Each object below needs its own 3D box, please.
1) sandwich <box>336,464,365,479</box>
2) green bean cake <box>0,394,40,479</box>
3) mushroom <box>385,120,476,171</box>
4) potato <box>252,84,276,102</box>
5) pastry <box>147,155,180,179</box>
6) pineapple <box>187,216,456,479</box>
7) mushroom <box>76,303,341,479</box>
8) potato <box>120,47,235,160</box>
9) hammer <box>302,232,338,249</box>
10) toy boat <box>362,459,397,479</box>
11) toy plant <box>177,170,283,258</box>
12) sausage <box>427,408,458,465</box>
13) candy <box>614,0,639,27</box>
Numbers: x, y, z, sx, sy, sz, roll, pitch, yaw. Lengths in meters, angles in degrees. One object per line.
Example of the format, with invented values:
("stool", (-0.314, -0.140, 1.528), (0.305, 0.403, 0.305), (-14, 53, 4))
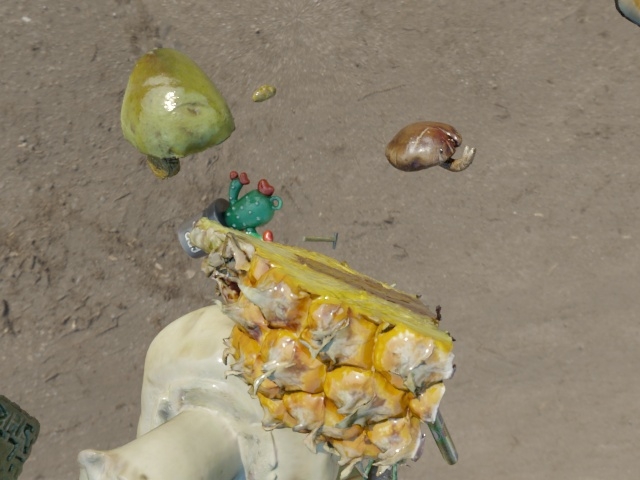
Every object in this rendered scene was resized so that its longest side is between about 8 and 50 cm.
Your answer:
("sandwich", (0.020, 0.570, 1.137), (0.144, 0.187, 0.117), (-46, 64, 10))
("green bean cake", (-0.654, 0.404, 0.993), (0.124, 0.227, 0.223), (7, 142, 13))
("mushroom", (0.198, -0.169, 0.965), (0.170, 0.135, 0.080), (16, 137, 33))
("potato", (-0.182, -0.477, 1.734), (0.092, 0.045, 0.047), (-29, 103, -26))
("pastry", (-0.475, -0.236, 1.627), (0.109, 0.057, 0.097), (21, 129, 31))
("pineapple", (-0.037, 0.117, 0.587), (0.285, 0.344, 0.209), (20, 93, 3))
("mushroom", (-0.141, 0.252, 0.674), (0.314, 0.336, 0.315), (4, 99, 26))
("potato", (-0.403, -0.401, 1.547), (0.330, 0.280, 0.213), (-42, 145, -26))
("hammer", (0.000, 0.000, 1.876), (0.013, 0.198, 0.063), (11, 96, 35))
("toy boat", (0.157, 0.683, 1.465), (0.108, 0.099, 0.293), (11, 79, 11))
("toy plant", (-0.307, -0.067, 1.919), (0.399, 0.280, 0.185), (-25, 151, 16))
("sausage", (0.218, 0.347, 1.005), (0.032, 0.033, 0.269), (-22, 124, 7))
("candy", (0.386, -0.171, 0.456), (0.271, 0.101, 0.143), (39, 89, -4))
